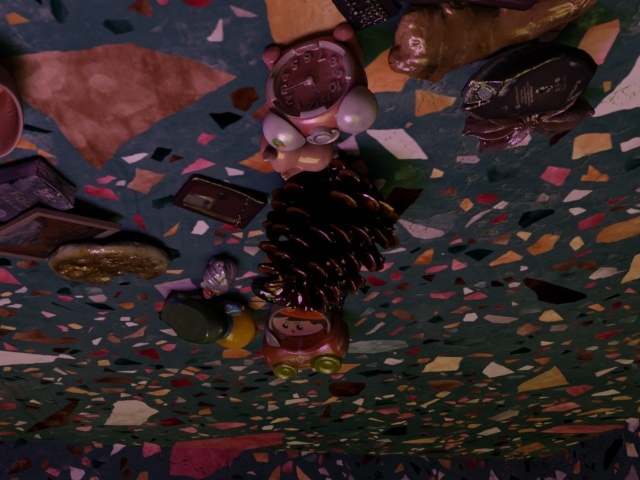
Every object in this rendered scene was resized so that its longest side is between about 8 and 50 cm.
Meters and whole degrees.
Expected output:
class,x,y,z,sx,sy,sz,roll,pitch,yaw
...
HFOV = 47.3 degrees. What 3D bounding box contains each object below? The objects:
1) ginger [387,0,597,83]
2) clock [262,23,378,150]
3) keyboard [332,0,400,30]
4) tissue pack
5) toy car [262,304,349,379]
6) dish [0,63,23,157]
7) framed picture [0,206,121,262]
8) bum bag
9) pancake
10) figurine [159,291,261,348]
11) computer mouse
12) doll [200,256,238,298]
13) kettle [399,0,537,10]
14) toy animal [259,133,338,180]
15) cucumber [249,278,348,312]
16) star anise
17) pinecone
class,x,y,z,sx,sy,sz,roll,pitch,yaw
ginger,0.231,-0.298,0.996,0.295,0.086,0.131,-17,139,7
clock,-0.002,-0.205,1.041,0.166,0.162,0.092,-12,152,15
keyboard,0.030,-0.342,0.951,0.074,0.015,0.196,-19,146,25
tissue pack,-0.530,-0.087,1.292,0.156,0.051,0.112,-12,151,14
toy car,-0.052,0.221,1.828,0.235,0.145,0.235,3,131,3
dish,-0.527,-0.211,1.042,0.214,0.090,0.213,-4,148,-3
framed picture,-0.534,-0.007,1.410,0.250,0.016,0.184,-19,160,33
bum bag,-0.190,-0.075,1.386,0.159,0.026,0.109,20,143,-26
pancake,-0.441,0.050,1.528,0.254,0.037,0.253,-5,162,-2
figurine,-0.259,0.190,1.755,0.185,0.127,0.234,16,-171,27
computer mouse,0.292,-0.230,1.036,0.192,0.062,0.105,-13,144,7
doll,-0.226,0.086,1.615,0.094,0.079,0.180,-24,164,-23
kettle,0.134,-0.349,0.854,0.232,0.144,0.202,7,170,-7
toy animal,-0.037,-0.155,1.208,0.150,0.083,0.089,1,139,-32
cucumber,-0.047,0.131,1.712,0.245,0.067,0.067,6,149,-20
star anise,0.323,-0.214,1.149,0.212,0.073,0.197,-12,151,10
pinecone,0.002,0.002,1.290,0.246,0.292,0.246,25,149,16
